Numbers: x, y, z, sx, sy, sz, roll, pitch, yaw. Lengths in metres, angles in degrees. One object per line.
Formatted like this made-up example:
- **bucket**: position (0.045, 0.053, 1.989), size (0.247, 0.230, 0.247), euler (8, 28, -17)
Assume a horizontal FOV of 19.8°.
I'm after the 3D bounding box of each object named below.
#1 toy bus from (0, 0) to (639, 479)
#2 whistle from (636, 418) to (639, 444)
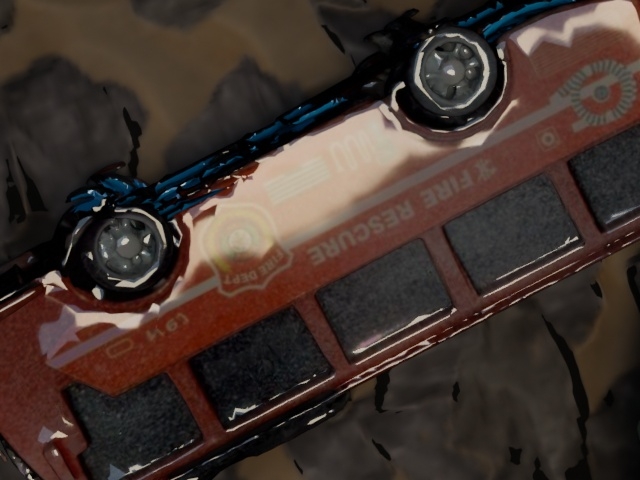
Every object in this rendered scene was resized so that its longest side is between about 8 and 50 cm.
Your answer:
- **toy bus**: position (0.000, 0.000, 0.545), size (0.235, 0.073, 0.096), euler (-29, 99, -2)
- **whistle**: position (0.157, 0.158, 0.530), size (0.189, 0.189, 0.347), euler (-8, 72, -2)
